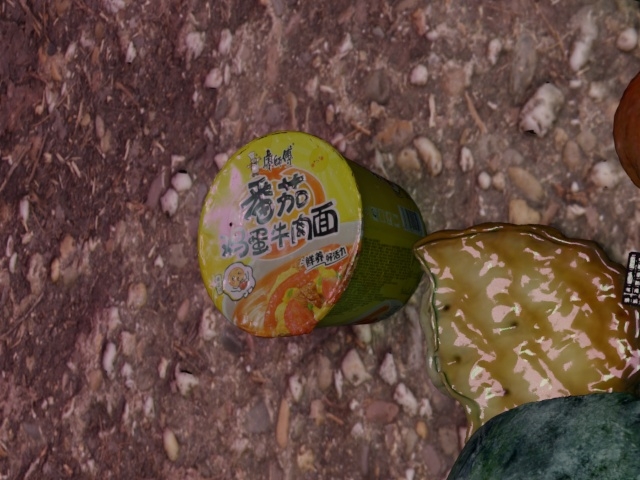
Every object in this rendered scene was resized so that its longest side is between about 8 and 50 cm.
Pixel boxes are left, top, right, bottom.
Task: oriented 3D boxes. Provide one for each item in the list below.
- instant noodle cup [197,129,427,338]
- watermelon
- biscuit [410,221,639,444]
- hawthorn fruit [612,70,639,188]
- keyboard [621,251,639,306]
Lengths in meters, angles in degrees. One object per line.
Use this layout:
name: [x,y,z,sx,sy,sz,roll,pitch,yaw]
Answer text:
instant noodle cup: [0.000,0.000,1.556,0.264,0.200,0.264,-5,81,35]
watermelon: [0.271,0.317,1.278,0.387,0.258,0.228,-34,30,41]
biscuit: [0.231,0.144,1.450,0.329,0.078,0.335,17,96,34]
hawthorn fruit: [0.431,-0.108,1.227,0.258,0.258,0.261,24,86,36]
keyboard: [0.435,0.054,1.311,0.204,0.013,0.061,8,84,23]
